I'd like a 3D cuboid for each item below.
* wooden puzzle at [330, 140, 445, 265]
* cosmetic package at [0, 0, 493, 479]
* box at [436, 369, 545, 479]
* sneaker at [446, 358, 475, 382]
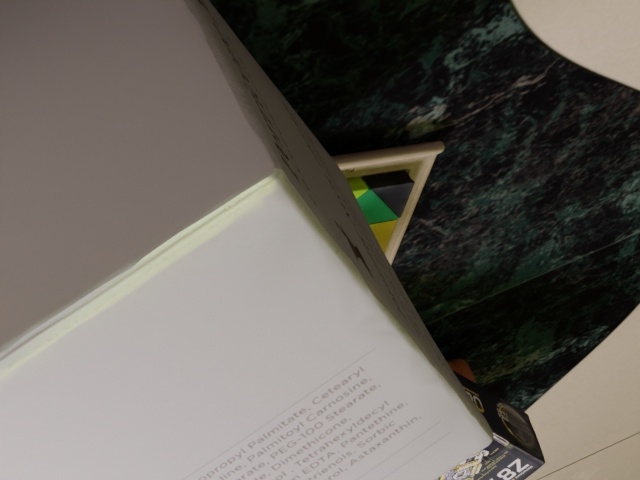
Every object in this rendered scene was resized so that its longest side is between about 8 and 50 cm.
[{"bbox_3d":[0.000,0.000,1.418,0.221,0.044,0.238,-10,144,-29],"label":"wooden puzzle"},{"bbox_3d":[-0.134,0.038,1.044,0.327,0.329,0.393,-33,141,6],"label":"cosmetic package"},{"bbox_3d":[0.020,0.292,1.709,0.318,0.097,0.395,32,117,-31],"label":"box"},{"bbox_3d":[0.142,0.258,1.847,0.123,0.106,0.290,-15,145,-19],"label":"sneaker"}]
